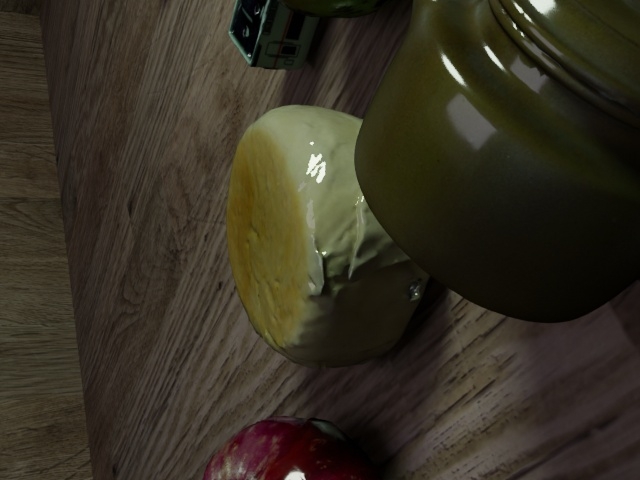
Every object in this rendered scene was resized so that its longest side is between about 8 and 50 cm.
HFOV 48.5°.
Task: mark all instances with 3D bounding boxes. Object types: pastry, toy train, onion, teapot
[{"bbox_3d":[-0.001,-0.001,0.679,0.264,0.133,0.265,3,93,62],"label":"pastry"},{"bbox_3d":[0.004,-0.373,0.720,0.086,0.088,0.407,59,139,41],"label":"toy train"},{"bbox_3d":[-0.022,0.264,0.684,0.207,0.200,0.201,-126,43,-65],"label":"onion"},{"bbox_3d":[0.142,-0.067,0.379,0.267,0.185,0.175,38,133,9],"label":"teapot"}]

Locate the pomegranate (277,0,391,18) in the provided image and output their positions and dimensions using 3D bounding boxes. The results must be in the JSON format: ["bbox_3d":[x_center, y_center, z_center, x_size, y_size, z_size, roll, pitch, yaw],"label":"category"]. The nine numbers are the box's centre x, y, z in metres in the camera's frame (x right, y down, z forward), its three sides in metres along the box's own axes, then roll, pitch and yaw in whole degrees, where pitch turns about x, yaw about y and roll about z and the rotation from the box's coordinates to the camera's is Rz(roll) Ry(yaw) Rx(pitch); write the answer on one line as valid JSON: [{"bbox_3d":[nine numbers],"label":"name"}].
[{"bbox_3d":[0.031,-0.275,0.629,0.205,0.159,0.159,1,91,37],"label":"pomegranate"}]
